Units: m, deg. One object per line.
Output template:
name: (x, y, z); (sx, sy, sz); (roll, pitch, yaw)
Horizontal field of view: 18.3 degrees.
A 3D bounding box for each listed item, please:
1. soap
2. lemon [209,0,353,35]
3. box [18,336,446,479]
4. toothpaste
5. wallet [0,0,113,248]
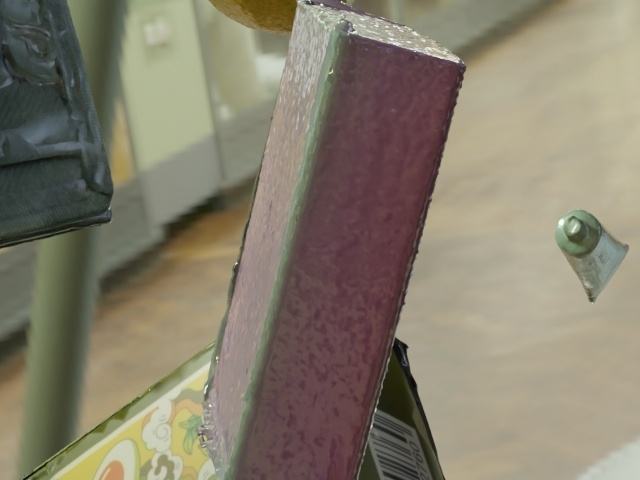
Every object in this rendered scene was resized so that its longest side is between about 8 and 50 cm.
soap: (0.002, 0.001, 1.111); (0.081, 0.259, 0.181); (13, 9, -10)
lemon: (-0.045, -0.298, 1.936); (0.187, 0.244, 0.187); (-21, 43, 21)
box: (-0.085, 0.293, 1.391); (0.420, 0.373, 0.138); (-35, -43, 21)
toothpaste: (0.242, 0.010, 1.767); (0.041, 0.064, 0.218); (34, -1, 21)
wallet: (-0.281, -0.154, 1.317); (0.237, 0.342, 0.075); (-13, -7, -29)
